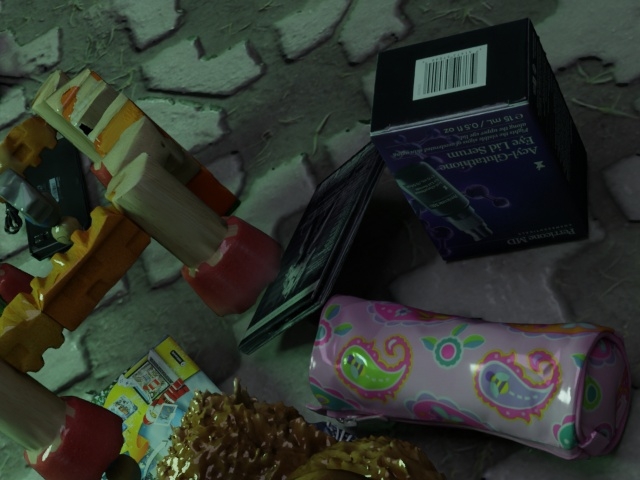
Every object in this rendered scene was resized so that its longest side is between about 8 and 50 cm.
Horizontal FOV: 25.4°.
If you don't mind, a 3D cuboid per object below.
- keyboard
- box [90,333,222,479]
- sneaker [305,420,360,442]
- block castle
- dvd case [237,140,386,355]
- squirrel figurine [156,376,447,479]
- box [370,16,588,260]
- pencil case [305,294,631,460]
[{"bbox_3d":[-0.331,-0.048,1.701,0.108,0.023,0.180,-22,45,3],"label":"keyboard"},{"bbox_3d":[-0.143,0.211,1.366,0.159,0.044,0.233,-41,46,-8],"label":"box"},{"bbox_3d":[0.014,0.194,1.284,0.135,0.058,0.052,10,60,34],"label":"sneaker"},{"bbox_3d":[-0.228,0.027,1.407,0.303,0.213,0.453,-49,28,-1],"label":"block castle"},{"bbox_3d":[0.000,0.000,1.405,0.164,0.018,0.221,-37,23,55],"label":"dvd case"},{"bbox_3d":[-0.085,0.296,1.127,0.370,0.281,0.397,-16,20,28],"label":"squirrel figurine"},{"bbox_3d":[0.154,-0.089,1.334,0.153,0.207,0.108,-11,50,23],"label":"box"},{"bbox_3d":[0.123,0.119,1.244,0.284,0.124,0.124,4,56,32],"label":"pencil case"}]
